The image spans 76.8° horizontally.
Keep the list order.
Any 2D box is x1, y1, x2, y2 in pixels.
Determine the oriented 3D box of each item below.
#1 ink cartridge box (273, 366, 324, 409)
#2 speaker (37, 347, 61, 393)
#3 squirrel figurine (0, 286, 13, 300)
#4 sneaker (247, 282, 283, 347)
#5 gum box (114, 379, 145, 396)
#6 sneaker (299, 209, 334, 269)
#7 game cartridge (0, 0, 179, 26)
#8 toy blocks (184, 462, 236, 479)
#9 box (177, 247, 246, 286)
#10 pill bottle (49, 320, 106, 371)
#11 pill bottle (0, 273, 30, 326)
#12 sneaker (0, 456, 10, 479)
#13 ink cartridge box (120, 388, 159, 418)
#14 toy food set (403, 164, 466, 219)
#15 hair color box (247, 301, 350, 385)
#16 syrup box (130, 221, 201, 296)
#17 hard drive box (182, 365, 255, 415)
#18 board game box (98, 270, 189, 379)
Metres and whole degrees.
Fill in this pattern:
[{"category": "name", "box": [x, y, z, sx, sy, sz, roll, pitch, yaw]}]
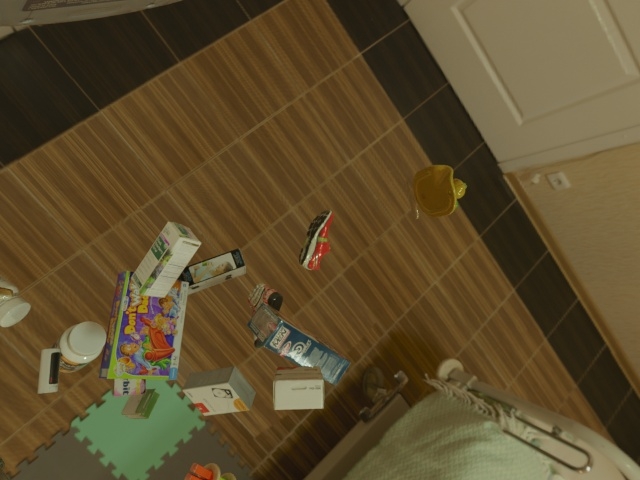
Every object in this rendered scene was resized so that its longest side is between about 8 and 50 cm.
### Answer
[{"category": "ink cartridge box", "box": [-0.045, 0.302, 0.833, 0.099, 0.135, 0.056, 0, 83, -2]}, {"category": "speaker", "box": [-0.862, 0.414, 1.283, 0.055, 0.055, 0.136, 1, 73, -21]}, {"category": "squirrel figurine", "box": [-0.695, 0.034, 0.657, 0.397, 0.370, 0.281, -43, 77, 10]}, {"category": "sneaker", "box": [-0.261, 0.320, 1.755, 0.090, 0.145, 0.270, -2, 116, -52]}, {"category": "gum box", "box": [-0.797, 0.549, 1.696, 0.107, 0.062, 0.188, -3, 77, -7]}, {"category": "sneaker", "box": [0.000, 0.000, 1.794, 0.118, 0.107, 0.279, 25, 86, -26]}, {"category": "game cartridge", "box": [-0.262, -0.327, 0.488, 0.294, 0.196, 0.060, -38, 113, -40]}, {"category": "toy blocks", "box": [-0.234, 0.425, 0.688, 0.123, 0.054, 0.148, -39, 127, -3]}, {"category": "box", "box": [-0.467, 0.137, 1.720, 0.289, 0.169, 0.087, -20, 78, -14]}, {"category": "pill bottle", "box": [-0.994, 0.435, 1.656, 0.162, 0.278, 0.162, 25, 49, -33]}, {"category": "pill bottle", "box": [-1.108, 0.182, 1.358, 0.229, 0.131, 0.131, 37, 75, 4]}, {"category": "sneaker", "box": [-0.390, 0.312, 0.440, 0.108, 0.271, 0.100, 38, 79, -40]}, {"category": "ink cartridge box", "box": [-0.778, 0.718, 1.773, 0.062, 0.209, 0.109, 45, 43, -30]}, {"category": "toy food set", "box": [0.301, -0.129, 1.029, 0.071, 0.218, 0.128, -21, 93, -15]}, {"category": "hair color box", "box": [-0.072, 0.362, 1.411, 0.347, 0.174, 0.105, 39, 82, -31]}, {"category": "syrup box", "box": [-0.505, 0.064, 1.321, 0.237, 0.093, 0.096, -54, 148, 10]}, {"category": "hard drive box", "box": [-0.418, 0.626, 1.674, 0.232, 0.089, 0.181, -16, 119, 21]}, {"category": "board game box", "box": [-0.603, 0.300, 1.404, 0.233, 0.078, 0.347, 19, 65, -43]}]
